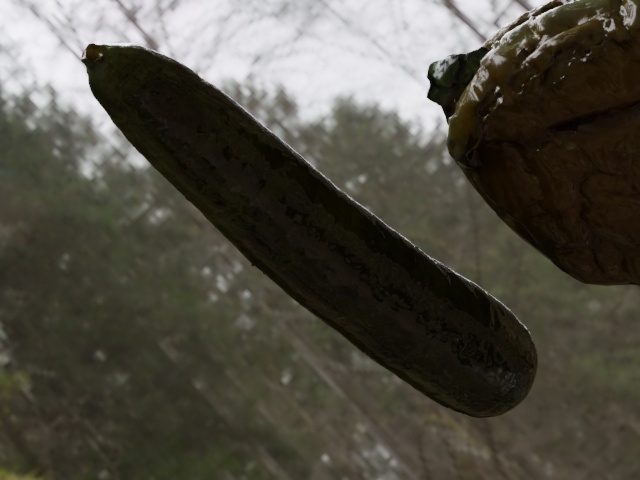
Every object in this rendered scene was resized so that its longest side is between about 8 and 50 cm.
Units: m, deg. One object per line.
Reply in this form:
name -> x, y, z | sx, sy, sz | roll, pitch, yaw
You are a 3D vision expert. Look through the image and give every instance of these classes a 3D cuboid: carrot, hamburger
carrot -> 0.000, 0.000, 0.886 | 0.074, 0.074, 0.358 | -48, -54, 6
hamburger -> 0.173, -0.056, 0.920 | 0.183, 0.130, 0.206 | -17, -38, 26
